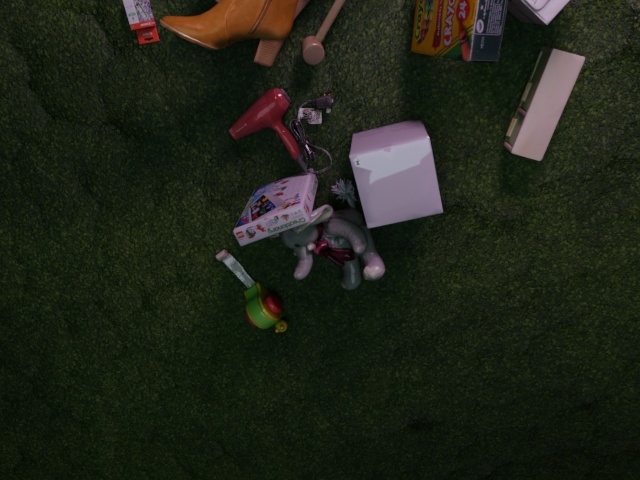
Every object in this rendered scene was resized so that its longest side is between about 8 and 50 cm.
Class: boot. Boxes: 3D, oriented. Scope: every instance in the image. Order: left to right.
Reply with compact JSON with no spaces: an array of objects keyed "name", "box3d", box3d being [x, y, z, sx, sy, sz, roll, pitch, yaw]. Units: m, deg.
[{"name":"boot","box3d":[-0.202,-0.542,1.235,0.294,0.104,0.211,10,118,-25]}]

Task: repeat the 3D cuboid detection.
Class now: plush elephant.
[{"name":"plush elephant","box3d":[0.000,0.000,1.518,0.255,0.272,0.330,-12,89,-17]}]

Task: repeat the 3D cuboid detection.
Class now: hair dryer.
[{"name":"hair dryer","box3d":[-0.109,-0.304,1.482,0.293,0.080,0.224,6,96,6]}]

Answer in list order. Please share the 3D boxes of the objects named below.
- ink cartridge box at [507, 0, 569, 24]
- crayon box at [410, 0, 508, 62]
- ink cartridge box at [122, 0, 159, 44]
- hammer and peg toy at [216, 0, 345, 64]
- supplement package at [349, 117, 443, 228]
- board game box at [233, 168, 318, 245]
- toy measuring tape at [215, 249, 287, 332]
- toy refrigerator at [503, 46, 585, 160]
[{"name":"ink cartridge box","box3d":[0.492,-0.619,1.230,0.168,0.233,0.171,37,111,-11]},{"name":"crayon box","box3d":[0.300,-0.528,1.241,0.081,0.318,0.203,-5,113,-17]},{"name":"ink cartridge box","box3d":[-0.479,-0.590,1.443,0.062,0.029,0.115,-8,112,8]},{"name":"hammer and peg toy","box3d":[-0.094,-0.629,1.328,0.361,0.127,0.266,32,114,-30]},{"name":"supplement package","box3d":[0.197,-0.185,1.424,0.199,0.263,0.198,-12,111,11]},{"name":"board game box","box3d":[-0.113,-0.099,1.467,0.192,0.305,0.053,-19,112,13]},{"name":"toy measuring tape","box3d":[-0.218,0.175,1.697,0.121,0.121,0.330,-35,106,18]},{"name":"toy refrigerator","box3d":[0.573,-0.357,1.406,0.094,0.102,0.270,14,114,-1]}]
